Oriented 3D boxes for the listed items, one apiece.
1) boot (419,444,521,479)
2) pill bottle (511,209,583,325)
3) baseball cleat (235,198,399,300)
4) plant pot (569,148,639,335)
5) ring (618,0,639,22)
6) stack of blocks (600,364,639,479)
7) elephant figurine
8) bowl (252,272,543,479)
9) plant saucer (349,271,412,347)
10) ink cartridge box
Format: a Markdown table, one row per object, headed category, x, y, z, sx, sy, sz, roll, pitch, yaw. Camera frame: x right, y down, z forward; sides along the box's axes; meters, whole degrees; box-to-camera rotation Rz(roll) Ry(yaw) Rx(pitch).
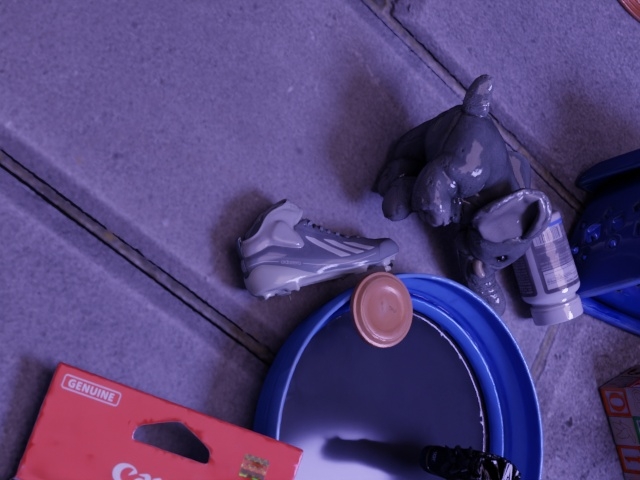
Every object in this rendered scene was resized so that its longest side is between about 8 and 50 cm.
| category | x | y | z | sx | sy | sz | roll | pitch | yaw |
| --- | --- | --- | --- | --- | --- | --- | --- | --- | --- |
| boot | 0.178 | 0.251 | 1.200 | 0.121 | 0.099 | 0.045 | 21 | 74 | -31 |
| pill bottle | 0.288 | 0.036 | 1.410 | 0.078 | 0.078 | 0.137 | -21 | 97 | -35 |
| baseball cleat | 0.000 | 0.000 | 1.217 | 0.205 | 0.072 | 0.110 | -14 | 86 | -39 |
| plant pot | 0.481 | -0.004 | 1.465 | 0.235 | 0.236 | 0.212 | 21 | 66 | -31 |
| ring | 0.523 | -0.481 | 1.666 | 0.336 | 0.032 | 0.337 | 4 | 83 | -34 |
| stack of blocks | 0.505 | 0.322 | 1.471 | 0.087 | 0.171 | 0.297 | -21 | 98 | -35 |
| elephant figurine | 0.200 | -0.042 | 1.310 | 0.239 | 0.186 | 0.169 | 33 | 60 | -23 |
| bowl | 0.092 | 0.234 | 1.249 | 0.391 | 0.077 | 0.391 | 5 | 81 | -34 |
| plant saucer | 0.069 | 0.076 | 1.197 | 0.083 | 0.013 | 0.084 | 4 | 82 | -35 |
| ink cartridge box | -0.161 | 0.273 | 1.030 | 0.275 | 0.060 | 0.239 | 23 | 79 | -18 |
